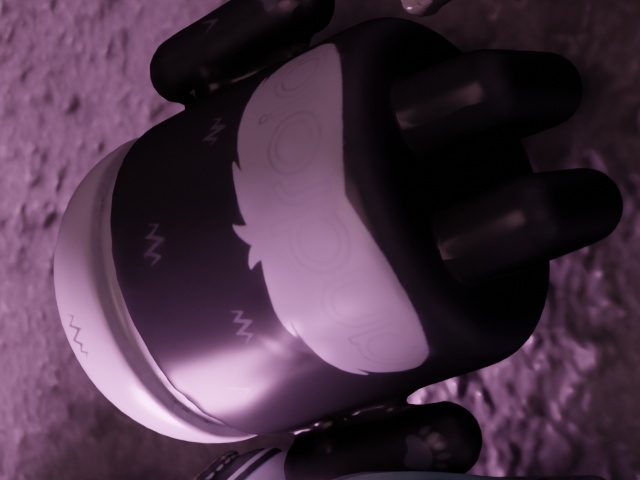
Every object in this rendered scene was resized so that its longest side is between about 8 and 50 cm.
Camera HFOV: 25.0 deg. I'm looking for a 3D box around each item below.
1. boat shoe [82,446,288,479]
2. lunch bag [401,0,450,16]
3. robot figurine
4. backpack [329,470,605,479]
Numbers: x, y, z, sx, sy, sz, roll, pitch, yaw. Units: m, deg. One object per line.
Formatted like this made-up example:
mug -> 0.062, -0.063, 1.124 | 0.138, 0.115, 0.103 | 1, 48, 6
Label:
boat shoe -> -0.135, 0.201, 0.847 | 0.335, 0.121, 0.119 | -44, 79, 32
lunch bag -> 0.110, -0.265, 0.585 | 0.235, 0.169, 0.287 | -19, 92, 31
robot figurine -> 0.001, -0.002, 0.702 | 0.278, 0.173, 0.209 | -22, 44, 33
backpack -> 0.040, 0.216, 0.649 | 0.225, 0.253, 0.191 | -57, 44, 42
